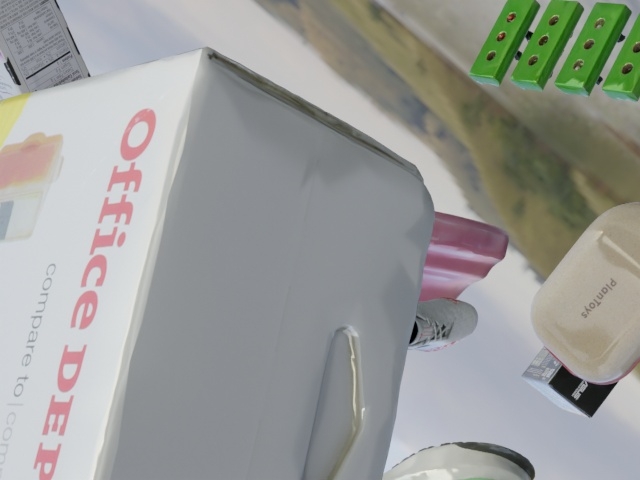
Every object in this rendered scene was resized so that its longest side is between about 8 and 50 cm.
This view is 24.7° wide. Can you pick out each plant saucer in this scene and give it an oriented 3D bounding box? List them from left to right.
[{"bbox_3d":[0.000,0.000,1.322,0.332,0.084,0.332,11,180,0],"label":"plant saucer"}]

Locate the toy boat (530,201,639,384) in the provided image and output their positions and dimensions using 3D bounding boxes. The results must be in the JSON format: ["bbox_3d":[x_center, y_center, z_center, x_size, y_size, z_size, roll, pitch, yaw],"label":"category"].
[{"bbox_3d":[0.376,0.060,1.788,0.151,0.231,0.151,46,-157,23],"label":"toy boat"}]

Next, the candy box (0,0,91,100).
[{"bbox_3d":[-0.279,-0.179,1.284,0.159,0.071,0.233,27,145,48],"label":"candy box"}]

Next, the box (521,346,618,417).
[{"bbox_3d":[0.360,0.155,1.983,0.077,0.147,0.180,38,175,-1],"label":"box"}]

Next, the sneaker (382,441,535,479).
[{"bbox_3d":[0.046,0.361,1.548,0.158,0.410,0.182,42,-150,-35],"label":"sneaker"}]

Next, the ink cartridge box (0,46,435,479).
[{"bbox_3d":[-0.152,0.077,0.779,0.384,0.279,0.160,-6,156,45],"label":"ink cartridge box"}]

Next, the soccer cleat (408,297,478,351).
[{"bbox_3d":[0.050,0.045,0.758,0.083,0.029,0.035,-1,-178,-28],"label":"soccer cleat"}]

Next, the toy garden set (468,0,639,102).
[{"bbox_3d":[0.307,-0.248,1.629,0.049,0.204,0.244,36,167,-38],"label":"toy garden set"}]
